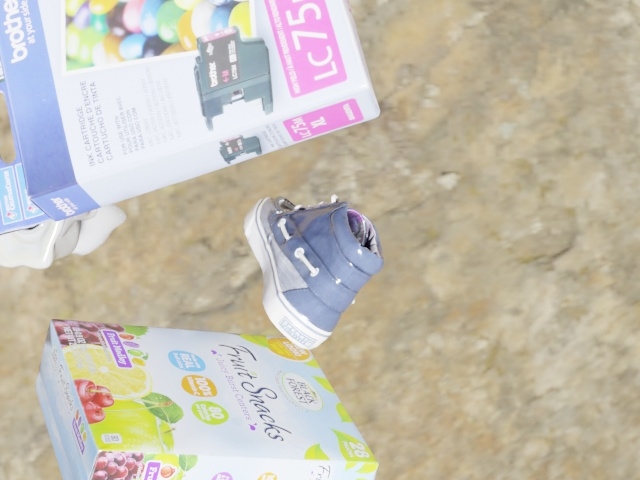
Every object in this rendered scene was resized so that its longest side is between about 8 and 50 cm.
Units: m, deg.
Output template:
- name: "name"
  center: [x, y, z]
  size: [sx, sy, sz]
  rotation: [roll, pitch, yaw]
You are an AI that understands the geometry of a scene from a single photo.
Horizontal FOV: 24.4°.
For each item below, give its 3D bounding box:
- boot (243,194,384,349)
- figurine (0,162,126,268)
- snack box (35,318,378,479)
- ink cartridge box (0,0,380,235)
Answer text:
- name: "boot"
  center: [0.000, 0.000, 1.069]
  size: [0.069, 0.190, 0.086]
  rotation: [36, 106, -25]
- name: "figurine"
  center: [-0.286, -0.024, 1.291]
  size: [0.214, 0.209, 0.092]
  rotation: [3, 90, 5]
- name: "snack box"
  center: [-0.086, 0.132, 1.065]
  size: [0.174, 0.207, 0.070]
  rotation: [54, 131, 55]
- name: "ink cartridge box"
  center: [-0.128, -0.134, 1.097]
  size: [0.311, 0.065, 0.186]
  rotation: [-18, 69, 9]
